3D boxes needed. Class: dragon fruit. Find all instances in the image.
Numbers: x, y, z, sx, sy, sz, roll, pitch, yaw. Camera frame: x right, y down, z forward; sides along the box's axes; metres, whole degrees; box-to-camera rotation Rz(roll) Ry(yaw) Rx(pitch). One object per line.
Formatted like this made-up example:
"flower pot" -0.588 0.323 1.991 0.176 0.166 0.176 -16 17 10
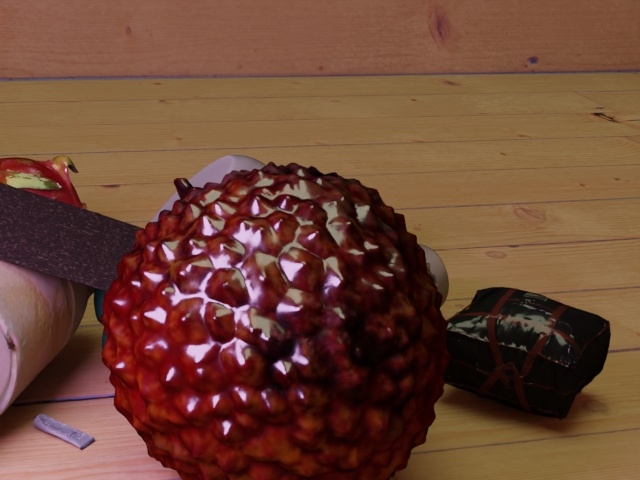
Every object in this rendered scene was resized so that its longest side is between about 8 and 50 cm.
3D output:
"dragon fruit" -0.499 -0.036 2.290 0.227 0.224 0.224 3 18 -15

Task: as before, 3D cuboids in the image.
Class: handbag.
"handbag" 0.283 0.156 1.921 0.215 0.155 0.169 14 28 22

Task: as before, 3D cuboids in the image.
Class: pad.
"pad" -0.304 0.014 1.872 0.330 0.004 0.220 19 23 -18

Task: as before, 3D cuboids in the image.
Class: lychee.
"lychee" -0.061 0.098 1.656 0.425 0.424 0.500 -7 47 -28

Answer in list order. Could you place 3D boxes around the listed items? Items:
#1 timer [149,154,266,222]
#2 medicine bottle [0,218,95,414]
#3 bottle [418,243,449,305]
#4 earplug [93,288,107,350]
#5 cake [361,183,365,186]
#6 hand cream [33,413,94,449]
"timer" -0.122 0.029 2.164 0.285 0.285 0.285 3 19 -1
"medicine bottle" -0.452 0.080 1.884 0.236 0.235 0.406 6 19 9
"bottle" 0.082 0.086 2.153 0.253 0.120 0.120 -17 27 -42
"earplug" -0.190 0.115 1.947 0.257 0.280 0.164 -36 -2 -6
"cake" 0.000 0.000 2.326 0.262 0.159 0.158 -3 23 -13
"hand cream" -0.335 0.245 1.762 0.093 0.019 0.030 16 24 27
